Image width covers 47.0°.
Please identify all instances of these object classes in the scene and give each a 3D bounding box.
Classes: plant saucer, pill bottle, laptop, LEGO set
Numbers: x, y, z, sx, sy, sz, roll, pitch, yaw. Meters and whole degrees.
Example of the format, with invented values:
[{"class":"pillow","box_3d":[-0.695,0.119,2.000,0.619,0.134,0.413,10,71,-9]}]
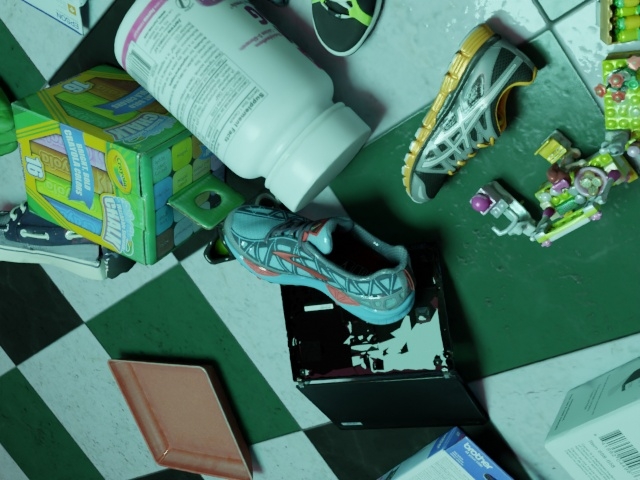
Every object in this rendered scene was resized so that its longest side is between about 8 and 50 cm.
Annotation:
[{"class":"plant saucer","box_3d":[-0.252,0.322,1.370,0.259,0.048,0.259,-3,116,35]},{"class":"pill bottle","box_3d":[-0.088,-0.176,0.869,0.283,0.160,0.160,43,133,3]},{"class":"laptop","box_3d":[0.087,0.145,1.024,0.235,0.137,0.264,-10,87,25]},{"class":"LEGO set","box_3d":[0.258,-0.094,0.722,0.132,0.107,0.287,34,132,12]}]

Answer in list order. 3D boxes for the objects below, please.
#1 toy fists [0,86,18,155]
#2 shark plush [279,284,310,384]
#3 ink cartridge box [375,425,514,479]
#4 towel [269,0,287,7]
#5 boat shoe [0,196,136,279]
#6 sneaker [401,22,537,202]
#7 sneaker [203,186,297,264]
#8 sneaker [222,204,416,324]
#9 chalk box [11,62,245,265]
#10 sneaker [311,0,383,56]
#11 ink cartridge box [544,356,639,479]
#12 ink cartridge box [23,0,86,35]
[{"class":"toy fists","box_3d":[-0.615,-0.185,1.266,0.279,0.096,0.142,-20,106,39]},{"class":"shark plush","box_3d":[-0.025,0.132,1.082,0.073,0.067,0.161,13,124,28]},{"class":"ink cartridge box","box_3d":[0.200,0.398,1.102,0.186,0.065,0.311,43,135,4]},{"class":"towel","box_3d":[-0.200,-0.409,0.783,0.370,0.040,0.271,33,173,11]},{"class":"boat shoe","box_3d":[-0.464,-0.047,1.246,0.341,0.127,0.158,10,116,20]},{"class":"sneaker","box_3d":[0.155,-0.121,0.795,0.083,0.084,0.214,30,130,9]},{"class":"sneaker","box_3d":[-0.100,-0.015,1.034,0.188,0.078,0.067,-36,94,40]},{"class":"sneaker","box_3d":[0.000,0.000,0.900,0.262,0.104,0.125,21,147,13]},{"class":"chalk box","box_3d":[-0.244,-0.100,1.012,0.289,0.180,0.179,21,128,21]},{"class":"sneaker","box_3d":[0.019,-0.299,0.761,0.084,0.097,0.234,26,129,19]},{"class":"ink cartridge box","box_3d":[0.422,0.217,0.801,0.197,0.114,0.273,47,134,1]},{"class":"ink cartridge box","box_3d":[-0.405,-0.418,0.994,0.223,0.045,0.224,32,149,14]}]
